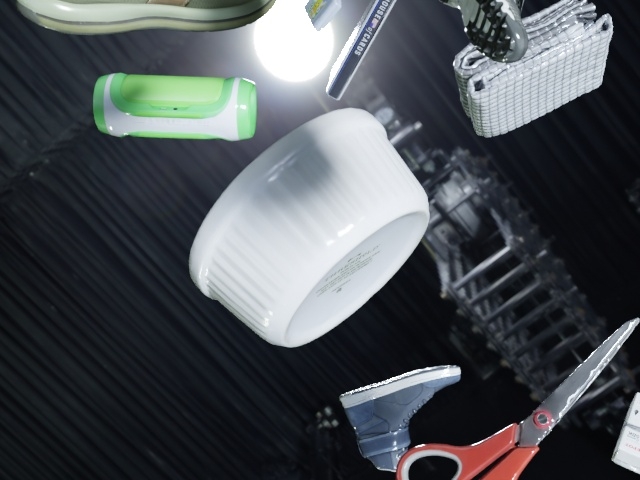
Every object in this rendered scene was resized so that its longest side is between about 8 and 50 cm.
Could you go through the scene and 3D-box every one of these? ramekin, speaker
[{"bbox_3d":[0.000,0.000,0.826,0.273,0.127,0.273,-37,161,-15],"label":"ramekin"},{"bbox_3d":[-0.277,-0.257,1.457,0.296,0.131,0.131,3,-159,2],"label":"speaker"}]

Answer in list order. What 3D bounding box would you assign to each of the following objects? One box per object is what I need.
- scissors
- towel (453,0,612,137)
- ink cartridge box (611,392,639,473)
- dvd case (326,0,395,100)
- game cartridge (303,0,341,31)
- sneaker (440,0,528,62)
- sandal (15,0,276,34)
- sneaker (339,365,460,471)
[{"bbox_3d":[0.206,0.192,0.720,0.297,0.109,0.021,-32,153,2],"label":"scissors"},{"bbox_3d":[0.402,-0.336,1.448,0.283,0.121,0.235,-27,159,8],"label":"towel"},{"bbox_3d":[0.627,0.374,1.435,0.135,0.099,0.056,-54,154,-33],"label":"ink cartridge box"},{"bbox_3d":[0.081,-0.353,1.214,0.239,0.029,0.179,-58,-171,23],"label":"dvd case"},{"bbox_3d":[0.004,-0.336,1.073,0.056,0.017,0.083,-45,-144,21],"label":"game cartridge"},{"bbox_3d":[0.234,-0.313,0.997,0.234,0.106,0.078,-112,-154,-43],"label":"sneaker"},{"bbox_3d":[-0.162,-0.274,0.784,0.302,0.086,0.120,-19,-138,-39],"label":"sandal"},{"bbox_3d":[0.166,0.324,1.364,0.226,0.163,0.086,-21,170,10],"label":"sneaker"}]
